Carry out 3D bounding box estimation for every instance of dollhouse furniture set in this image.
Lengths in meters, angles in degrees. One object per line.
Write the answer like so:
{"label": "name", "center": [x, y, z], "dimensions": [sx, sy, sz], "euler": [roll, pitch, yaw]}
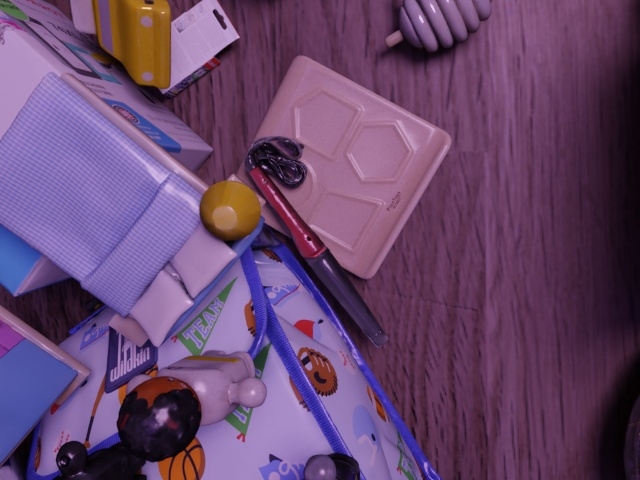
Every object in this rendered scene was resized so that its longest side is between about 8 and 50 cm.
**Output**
{"label": "dollhouse furniture set", "center": [-0.233, 0.006, 0.318], "dimensions": [0.286, 0.198, 0.303], "euler": [42, 102, -12]}

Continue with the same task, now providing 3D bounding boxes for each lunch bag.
{"label": "lunch bag", "center": [-0.112, 0.204, 0.519], "dimensions": [0.328, 0.239, 0.385], "euler": [-34, 77, 12]}

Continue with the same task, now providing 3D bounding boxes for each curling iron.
{"label": "curling iron", "center": [0.000, 0.000, 0.528], "dimensions": [0.068, 0.035, 0.273], "euler": [-29, 89, 15]}

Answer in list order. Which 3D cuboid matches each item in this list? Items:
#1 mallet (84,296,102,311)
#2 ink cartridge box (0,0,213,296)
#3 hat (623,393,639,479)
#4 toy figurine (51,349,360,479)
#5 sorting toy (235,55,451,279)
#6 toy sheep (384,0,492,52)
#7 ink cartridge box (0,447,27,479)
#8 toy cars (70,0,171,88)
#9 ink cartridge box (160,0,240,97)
{"label": "mallet", "center": [-0.241, 0.036, 0.593], "dimensions": [0.190, 0.062, 0.039], "euler": [-38, 90, 12]}
{"label": "ink cartridge box", "center": [-0.307, -0.119, 0.513], "dimensions": [0.270, 0.198, 0.197], "euler": [42, 102, 0]}
{"label": "hat", "center": [0.492, 0.224, 0.474], "dimensions": [0.332, 0.134, 0.331], "euler": [0, 90, 26]}
{"label": "toy figurine", "center": [-0.089, 0.197, 0.322], "dimensions": [0.209, 0.148, 0.213], "euler": [-45, 81, 8]}
{"label": "sorting toy", "center": [0.016, -0.084, 0.555], "dimensions": [0.208, 0.038, 0.193], "euler": [30, 101, 8]}
{"label": "toy sheep", "center": [0.125, -0.243, 0.490], "dimensions": [0.132, 0.091, 0.091], "euler": [-29, 93, 25]}
{"label": "ink cartridge box", "center": [-0.369, 0.305, 0.552], "dimensions": [0.324, 0.072, 0.329], "euler": [-12, 99, 54]}
{"label": "toy cars", "center": [-0.209, -0.340, 0.462], "dimensions": [0.087, 0.176, 0.393], "euler": [-6, 93, -24]}
{"label": "ink cartridge box", "center": [-0.153, -0.229, 0.560], "dimensions": [0.115, 0.029, 0.062], "euler": [-31, 92, 10]}
